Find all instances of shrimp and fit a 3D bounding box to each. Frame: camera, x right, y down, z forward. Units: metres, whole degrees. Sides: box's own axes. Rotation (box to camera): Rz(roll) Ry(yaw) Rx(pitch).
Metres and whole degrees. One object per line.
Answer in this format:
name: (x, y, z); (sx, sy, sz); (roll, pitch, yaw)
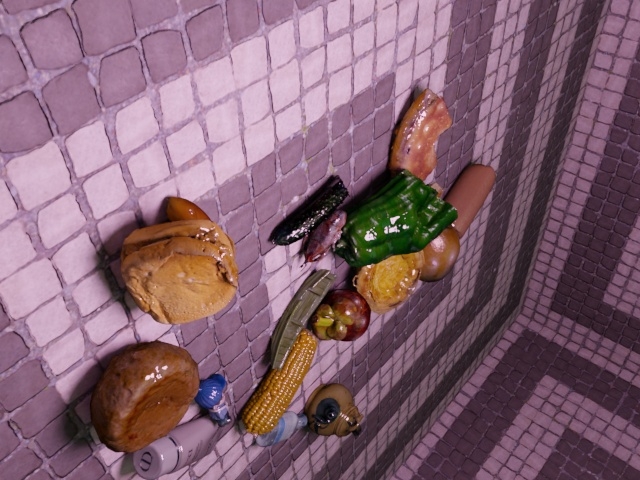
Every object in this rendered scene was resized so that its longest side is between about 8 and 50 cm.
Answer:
shrimp: (0.000, 0.001, 1.475); (0.190, 0.075, 0.073); (-59, 160, 20)

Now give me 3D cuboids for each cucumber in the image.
cucumber: (-0.016, -0.061, 1.407); (0.245, 0.067, 0.067); (-45, 147, -28)

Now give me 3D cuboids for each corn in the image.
corn: (-0.099, 0.379, 1.626); (0.313, 0.102, 0.102); (-56, 150, -8)

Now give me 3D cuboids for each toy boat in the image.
toy boat: (-0.058, 0.197, 1.577); (0.293, 0.055, 0.093); (-59, 151, -4)

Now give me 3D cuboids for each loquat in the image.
loquat: (0.348, 0.031, 1.931); (0.179, 0.179, 0.227); (-31, 144, -41)

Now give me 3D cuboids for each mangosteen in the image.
mangosteen: (0.058, 0.217, 1.660); (0.155, 0.146, 0.181); (-68, 169, 23)

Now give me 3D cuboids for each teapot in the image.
teapot: (0.059, 0.558, 1.939); (0.173, 0.183, 0.269); (-57, 151, -8)

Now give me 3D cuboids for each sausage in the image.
sausage: (0.493, -0.140, 2.066); (0.253, 0.123, 0.123); (-55, 150, -8)

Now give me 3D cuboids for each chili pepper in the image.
chili pepper: (0.207, -0.045, 1.581); (0.385, 0.167, 0.213); (-24, 142, -28)

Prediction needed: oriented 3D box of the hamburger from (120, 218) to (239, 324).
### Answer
hamburger: (-0.241, 0.056, 1.051); (0.214, 0.108, 0.213); (-7, 144, -5)

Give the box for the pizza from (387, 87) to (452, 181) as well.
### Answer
pizza: (0.256, -0.264, 1.631); (0.161, 0.085, 0.305); (-13, 130, -33)

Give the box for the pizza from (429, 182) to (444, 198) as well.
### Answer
pizza: (0.259, -0.093, 1.804); (0.188, 0.080, 0.204); (-24, 149, -14)

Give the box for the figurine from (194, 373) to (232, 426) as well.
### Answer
figurine: (-0.253, 0.377, 1.414); (0.079, 0.077, 0.136); (-16, 124, -23)

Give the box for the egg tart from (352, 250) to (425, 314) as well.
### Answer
egg tart: (0.184, 0.083, 1.787); (0.291, 0.107, 0.290); (-19, 122, -34)

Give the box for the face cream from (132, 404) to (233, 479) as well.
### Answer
face cream: (-0.311, 0.473, 1.415); (0.143, 0.089, 0.314); (-67, 161, 5)

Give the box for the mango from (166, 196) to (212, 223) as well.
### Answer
mango: (-0.234, -0.028, 1.094); (0.063, 0.077, 0.127); (-53, 138, -22)

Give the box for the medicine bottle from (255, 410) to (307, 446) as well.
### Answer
medicine bottle: (-0.110, 0.553, 1.805); (0.208, 0.054, 0.090); (8, 107, -60)

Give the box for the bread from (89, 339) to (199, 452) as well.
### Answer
bread: (-0.339, 0.289, 1.158); (0.230, 0.123, 0.230); (-42, 151, -30)
